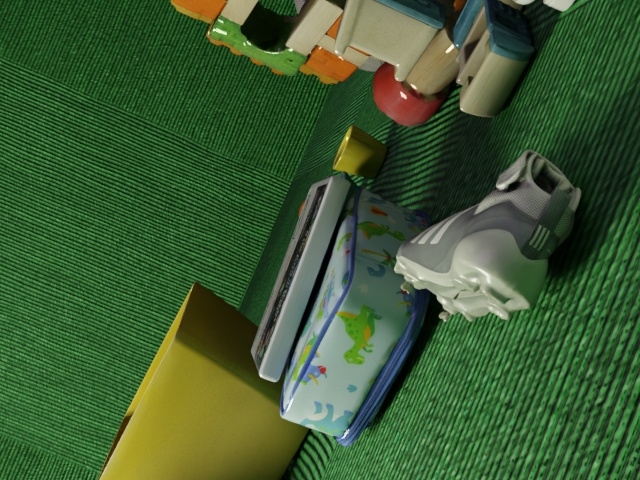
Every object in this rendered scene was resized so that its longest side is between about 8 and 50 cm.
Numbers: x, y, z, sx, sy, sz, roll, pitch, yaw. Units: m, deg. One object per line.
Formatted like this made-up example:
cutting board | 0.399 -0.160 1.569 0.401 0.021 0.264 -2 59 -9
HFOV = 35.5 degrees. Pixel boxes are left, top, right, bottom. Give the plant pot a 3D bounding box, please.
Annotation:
plant pot | -0.122 0.205 1.182 0.212 0.187 0.212 -62 7 11

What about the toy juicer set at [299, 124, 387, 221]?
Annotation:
toy juicer set | 0.000 0.000 1.357 0.329 0.089 0.209 -77 12 -52

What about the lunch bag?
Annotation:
lunch bag | 0.030 0.065 0.902 0.219 0.090 0.176 -81 17 -64

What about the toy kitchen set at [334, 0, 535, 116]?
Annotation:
toy kitchen set | 0.111 -0.224 0.893 0.207 0.166 0.122 -79 14 -60

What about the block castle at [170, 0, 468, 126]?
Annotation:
block castle | -0.014 -0.345 1.118 0.213 0.453 0.303 -37 31 62

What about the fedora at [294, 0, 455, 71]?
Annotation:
fedora | 0.089 -0.344 1.409 0.124 0.243 0.276 66 -165 -58

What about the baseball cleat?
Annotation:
baseball cleat | 0.112 0.000 0.648 0.109 0.072 0.206 -54 10 -6

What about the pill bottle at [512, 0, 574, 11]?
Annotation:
pill bottle | 0.151 -0.229 0.795 0.067 0.120 0.067 -157 90 -83

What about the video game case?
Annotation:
video game case | -0.022 0.033 0.961 0.173 0.022 0.191 -174 104 -84
